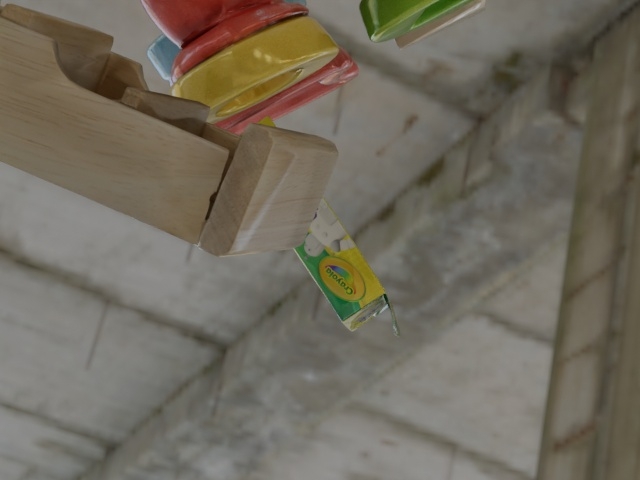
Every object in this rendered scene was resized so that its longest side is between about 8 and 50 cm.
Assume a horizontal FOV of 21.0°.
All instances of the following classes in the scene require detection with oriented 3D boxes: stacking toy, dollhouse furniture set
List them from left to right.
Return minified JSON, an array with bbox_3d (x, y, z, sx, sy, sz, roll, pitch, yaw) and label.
[{"bbox_3d":[-0.071,-0.220,0.922,0.256,0.394,0.362,23,5,10],"label":"dollhouse furniture set"},{"bbox_3d":[-0.005,-0.187,1.251,0.279,0.130,0.309,-27,0,-5],"label":"stacking toy"}]

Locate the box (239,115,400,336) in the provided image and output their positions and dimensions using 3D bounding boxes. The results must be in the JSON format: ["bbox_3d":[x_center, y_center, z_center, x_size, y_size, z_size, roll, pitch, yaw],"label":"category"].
[{"bbox_3d":[0.000,0.000,1.271,0.043,0.179,0.105,-35,-9,0],"label":"box"}]
